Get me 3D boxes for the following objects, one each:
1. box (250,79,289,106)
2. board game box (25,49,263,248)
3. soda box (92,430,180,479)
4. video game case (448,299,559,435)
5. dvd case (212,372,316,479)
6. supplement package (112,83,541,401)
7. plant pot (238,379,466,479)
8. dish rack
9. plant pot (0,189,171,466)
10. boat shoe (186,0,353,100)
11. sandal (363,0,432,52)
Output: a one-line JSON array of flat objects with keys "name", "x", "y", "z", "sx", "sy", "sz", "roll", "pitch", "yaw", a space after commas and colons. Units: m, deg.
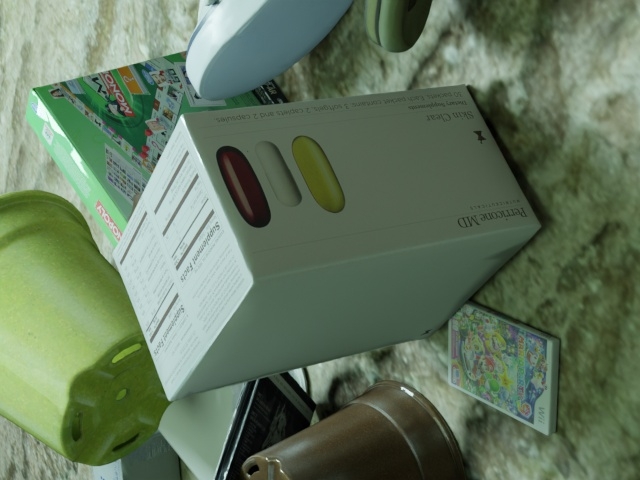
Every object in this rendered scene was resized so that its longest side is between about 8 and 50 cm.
[{"name": "box", "x": -0.066, "y": -0.132, "z": 1.198, "sx": 0.067, "sy": 0.018, "sz": 0.083, "roll": 56, "pitch": 143, "yaw": 24}, {"name": "board game box", "x": -0.106, "y": -0.044, "z": 1.093, "sx": 0.317, "sy": 0.214, "sz": 0.046, "roll": 53, "pitch": 142, "yaw": 20}, {"name": "soda box", "x": -0.252, "y": 0.383, "z": 1.621, "sx": 0.098, "sy": 0.091, "sz": 0.286, "roll": 22, "pitch": 121, "yaw": 48}, {"name": "video game case", "x": 0.154, "y": 0.105, "z": 0.988, "sx": 0.122, "sy": 0.011, "sz": 0.087, "roll": 23, "pitch": 122, "yaw": 49}, {"name": "dvd case", "x": -0.066, "y": 0.238, "z": 1.152, "sx": 0.018, "sy": 0.221, "sz": 0.164, "roll": 10, "pitch": 157, "yaw": 23}, {"name": "supplement package", "x": 0.000, "y": 0.000, "z": 0.931, "sx": 0.145, "sy": 0.262, "sz": 0.204, "roll": 65, "pitch": 146, "yaw": 21}, {"name": "plant pot", "x": 0.022, "y": 0.236, "z": 1.097, "sx": 0.167, "sy": 0.165, "sz": 0.166, "roll": 29, "pitch": 126, "yaw": 48}, {"name": "dish rack", "x": -0.148, "y": 0.175, "z": 1.405, "sx": 0.333, "sy": 0.072, "sz": 0.285, "roll": 42, "pitch": 136, "yaw": 40}, {"name": "plant pot", "x": -0.299, "y": 0.119, "z": 1.338, "sx": 0.254, "sy": 0.276, "sz": 0.276, "roll": 32, "pitch": 129, "yaw": 31}, {"name": "boat shoe", "x": -0.041, "y": -0.282, "z": 0.996, "sx": 0.156, "sy": 0.136, "sz": 0.367, "roll": 60, "pitch": 142, "yaw": 18}, {"name": "sandal", "x": 0.108, "y": -0.265, "z": 0.830, "sx": 0.086, "sy": 0.120, "sz": 0.302, "roll": 28, "pitch": 133, "yaw": 17}]
